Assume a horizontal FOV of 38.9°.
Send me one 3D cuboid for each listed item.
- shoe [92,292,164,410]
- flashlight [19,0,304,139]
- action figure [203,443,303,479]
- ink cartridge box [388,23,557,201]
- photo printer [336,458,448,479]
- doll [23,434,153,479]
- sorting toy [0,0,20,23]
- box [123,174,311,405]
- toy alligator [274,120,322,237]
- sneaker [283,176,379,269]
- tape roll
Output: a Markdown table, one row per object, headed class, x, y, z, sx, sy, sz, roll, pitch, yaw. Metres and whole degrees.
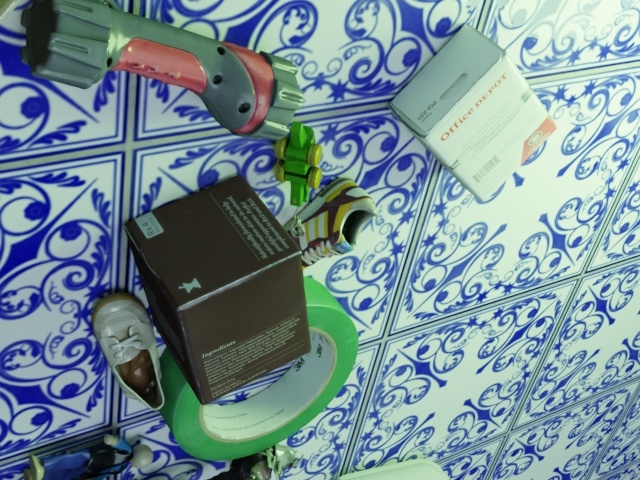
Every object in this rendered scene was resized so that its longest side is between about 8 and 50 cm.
| class | x | y | z | sx | sy | sz | roll | pitch | yaw |
| --- | --- | --- | --- | --- | --- | --- | --- | --- | --- |
| shoe | -0.251 | 0.154 | 1.227 | 0.076 | 0.058 | 0.219 | -26 | 140 | -17 |
| flashlight | -0.158 | -0.176 | 0.951 | 0.304 | 0.103 | 0.103 | 5 | 126 | -44 |
| action figure | -0.160 | 0.406 | 1.493 | 0.285 | 0.099 | 0.185 | -21 | 177 | -8 |
| ink cartridge box | 0.217 | -0.173 | 1.271 | 0.158 | 0.092 | 0.218 | -46 | 144 | 7 |
| photo printer | 0.123 | 0.587 | 1.922 | 0.307 | 0.107 | 0.256 | 0 | 127 | -41 |
| doll | -0.338 | 0.331 | 1.339 | 0.189 | 0.046 | 0.129 | -4 | 140 | -35 |
| sorting toy | -0.376 | -0.203 | 0.713 | 0.193 | 0.038 | 0.208 | -45 | 111 | 6 |
| box | -0.126 | 0.064 | 1.155 | 0.167 | 0.168 | 0.203 | -24 | 140 | -18 |
| toy alligator | -0.025 | -0.088 | 1.190 | 0.190 | 0.056 | 0.051 | 91 | 18 | -44 |
| sneaker | 0.000 | 0.000 | 1.266 | 0.185 | 0.084 | 0.069 | -49 | 141 | 11 |
| tape roll | -0.094 | 0.199 | 1.389 | 0.321 | 0.077 | 0.321 | -23 | 139 | -21 |
